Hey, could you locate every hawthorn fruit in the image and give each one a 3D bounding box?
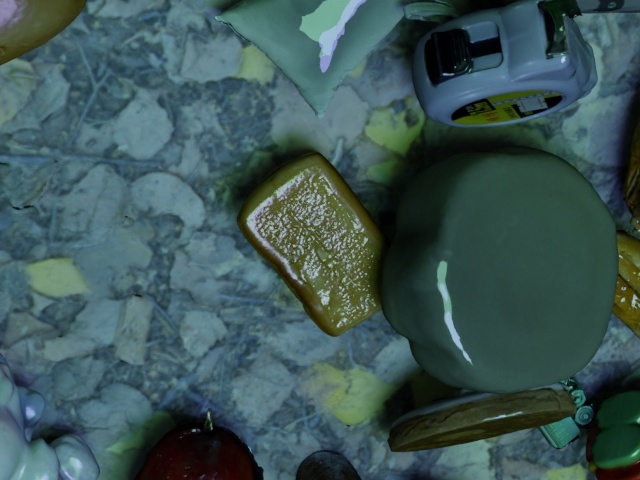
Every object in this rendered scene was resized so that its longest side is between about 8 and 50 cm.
[{"bbox_3d":[-0.128,0.260,1.667,0.148,0.148,0.172,7,96,-22],"label":"hawthorn fruit"}]

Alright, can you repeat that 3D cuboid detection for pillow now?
[{"bbox_3d":[0.027,-0.258,1.506,0.144,0.078,0.254,38,98,-20],"label":"pillow"}]

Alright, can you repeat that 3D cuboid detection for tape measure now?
[{"bbox_3d":[0.177,-0.180,1.541,0.178,0.196,0.105,-11,80,12],"label":"tape measure"}]

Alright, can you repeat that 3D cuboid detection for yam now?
[{"bbox_3d":[0.027,0.300,1.734,0.079,0.141,0.079,-9,119,-17],"label":"yam"}]

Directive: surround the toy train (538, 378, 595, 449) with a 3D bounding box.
[{"bbox_3d":[0.268,0.180,1.822,0.071,0.038,0.148,-36,121,3],"label":"toy train"}]

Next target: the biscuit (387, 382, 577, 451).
[{"bbox_3d":[0.174,0.191,1.728,0.208,0.049,0.181,-15,165,19],"label":"biscuit"}]

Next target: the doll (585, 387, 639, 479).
[{"bbox_3d":[0.448,0.320,1.871,0.160,0.182,0.363,-16,130,26],"label":"doll"}]

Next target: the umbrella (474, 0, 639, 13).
[{"bbox_3d":[0.274,-0.267,1.593,0.337,0.067,0.073,-4,96,-18],"label":"umbrella"}]

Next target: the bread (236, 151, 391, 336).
[{"bbox_3d":[0.000,0.000,1.618,0.116,0.077,0.200,-38,119,0],"label":"bread"}]

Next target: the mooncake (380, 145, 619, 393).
[{"bbox_3d":[0.183,0.030,1.630,0.275,0.135,0.275,-4,97,-36],"label":"mooncake"}]

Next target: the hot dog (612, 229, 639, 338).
[{"bbox_3d":[0.376,0.059,1.782,0.249,0.076,0.102,38,135,-28],"label":"hot dog"}]

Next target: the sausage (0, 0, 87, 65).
[{"bbox_3d":[-0.357,-0.193,1.383,0.354,0.116,0.134,-27,110,-10],"label":"sausage"}]

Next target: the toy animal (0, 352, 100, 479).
[{"bbox_3d":[-0.384,0.216,1.520,0.241,0.196,0.367,-32,123,-1],"label":"toy animal"}]

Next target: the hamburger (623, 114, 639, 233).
[{"bbox_3d":[0.481,-0.102,1.696,0.319,0.158,0.318,-11,122,-18],"label":"hamburger"}]
